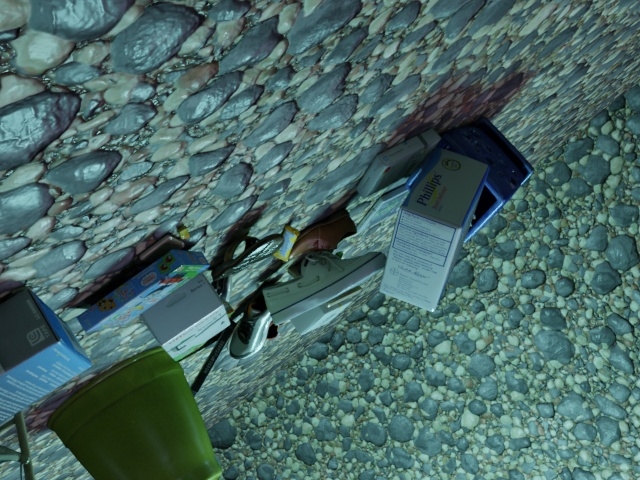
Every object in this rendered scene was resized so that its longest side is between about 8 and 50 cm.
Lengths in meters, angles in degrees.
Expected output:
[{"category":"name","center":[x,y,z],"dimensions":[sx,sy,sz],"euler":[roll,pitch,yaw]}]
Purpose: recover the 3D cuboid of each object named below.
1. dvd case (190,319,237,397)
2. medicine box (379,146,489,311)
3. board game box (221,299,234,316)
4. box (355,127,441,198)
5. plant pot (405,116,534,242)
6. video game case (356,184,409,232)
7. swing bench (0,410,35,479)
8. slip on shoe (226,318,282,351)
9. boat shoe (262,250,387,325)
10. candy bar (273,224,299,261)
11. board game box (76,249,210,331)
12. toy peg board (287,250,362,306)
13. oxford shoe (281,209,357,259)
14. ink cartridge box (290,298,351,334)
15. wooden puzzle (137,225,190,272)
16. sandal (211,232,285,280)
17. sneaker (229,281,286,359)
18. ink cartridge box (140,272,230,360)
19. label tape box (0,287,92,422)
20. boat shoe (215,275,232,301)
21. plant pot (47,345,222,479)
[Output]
[{"category":"dvd case","center":[-0.322,0.359,2.134],"dimensions":[0.238,0.029,0.179],"euler":[-62,-176,-33]},{"category":"medicine box","center":[0.274,-0.027,1.793],"dimensions":[0.263,0.149,0.289],"euler":[-56,163,-44]},{"category":"board game box","center":[-0.304,0.228,1.902],"dimensions":[0.092,0.043,0.181],"euler":[-30,167,-51]},{"category":"box","center":[0.183,-0.181,1.754],"dimensions":[0.186,0.038,0.145],"euler":[-30,165,-31]},{"category":"plant pot","center":[0.404,-0.169,1.963],"dimensions":[0.212,0.236,0.236],"euler":[-35,168,-36]},{"category":"video game case","center":[0.203,-0.103,2.120],"dimensions":[0.190,0.022,0.173],"euler":[-27,164,-35]},{"category":"swing bench","center":[-0.613,0.438,1.381],"dimensions":[0.165,0.254,0.253],"euler":[-34,167,-12]},{"category":"slip on shoe","center":[-0.183,0.266,2.246],"dimensions":[0.123,0.101,0.331],"euler":[-24,164,-49]},{"category":"boat shoe","center":[-0.005,0.079,1.907],"dimensions":[0.367,0.156,0.136],"euler":[-29,176,31]},{"category":"candy bar","center":[-0.080,0.006,1.737],"dimensions":[0.018,0.040,0.161],"euler":[-62,180,-29]},{"category":"board game box","center":[-0.318,0.090,1.355],"dimensions":[0.211,0.039,0.160],"euler":[-33,173,7]},{"category":"toy peg board","center":[0.024,0.087,2.060],"dimensions":[0.161,0.161,0.079],"euler":[-19,141,-51]},{"category":"oxford shoe","center":[0.000,0.000,1.838],"dimensions":[0.212,0.076,0.076],"euler":[-28,168,-19]},{"category":"ink cartridge box","center":[-0.014,0.202,2.393],"dimensions":[0.127,0.128,0.176],"euler":[-44,166,30]},{"category":"wooden puzzle","center":[-0.278,0.015,1.305],"dimensions":[0.116,0.014,0.078],"euler":[-35,163,-6]},{"category":"sandal","center":[-0.163,0.025,1.556],"dimensions":[0.090,0.060,0.219],"euler":[-16,171,-42]},{"category":"sneaker","center":[-0.188,0.222,2.083],"dimensions":[0.108,0.100,0.271],"euler":[6,123,-53]},{"category":"ink cartridge box","center":[-0.294,0.172,1.637],"dimensions":[0.160,0.092,0.219],"euler":[-34,168,-12]},{"category":"label tape box","center":[-0.546,0.229,1.147],"dimensions":[0.334,0.106,0.240],"euler":[-33,167,-15]},{"category":"boat shoe","center":[-0.224,0.107,1.712],"dimensions":[0.125,0.038,0.046],"euler":[110,-7,-69]},{"category":"plant pot","center":[-0.439,0.518,1.899],"dimensions":[0.366,0.353,0.366],"euler":[-35,167,-9]}]
